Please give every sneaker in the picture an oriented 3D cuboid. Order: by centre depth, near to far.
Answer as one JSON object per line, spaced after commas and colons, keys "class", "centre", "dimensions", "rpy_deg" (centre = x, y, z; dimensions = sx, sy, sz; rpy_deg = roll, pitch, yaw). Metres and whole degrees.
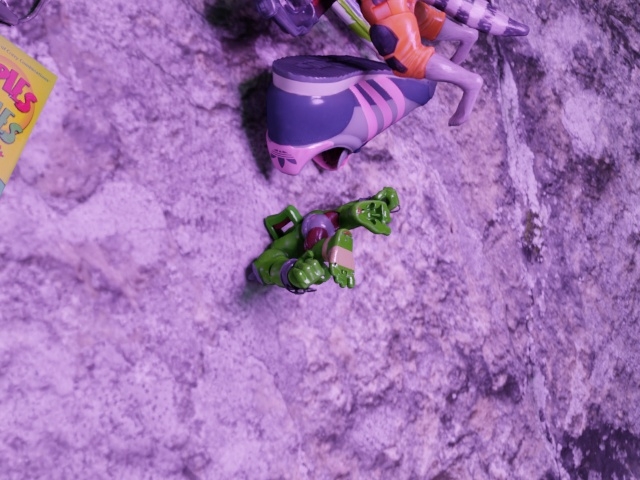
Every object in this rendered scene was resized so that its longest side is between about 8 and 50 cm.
{"class": "sneaker", "centre": [0.035, -0.156, 1.194], "dimensions": [0.319, 0.112, 0.131], "rpy_deg": [-14, 120, -53]}

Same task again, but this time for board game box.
{"class": "board game box", "centre": [-0.308, -0.094, 0.841], "dimensions": [0.092, 0.043, 0.181], "rpy_deg": [37, 55, -33]}

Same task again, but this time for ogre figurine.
{"class": "ogre figurine", "centre": [0.000, 0.000, 1.081], "dimensions": [0.097, 0.118, 0.197], "rpy_deg": [49, 50, -31]}

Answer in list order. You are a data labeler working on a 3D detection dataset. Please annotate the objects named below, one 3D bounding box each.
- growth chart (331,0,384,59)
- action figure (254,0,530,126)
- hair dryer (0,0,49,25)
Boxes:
{"class": "growth chart", "centre": [0.053, -0.375, 1.301], "dimensions": [0.172, 0.021, 0.237], "rpy_deg": [38, 52, -27]}
{"class": "action figure", "centre": [0.077, -0.327, 1.137], "dimensions": [0.330, 0.178, 0.341], "rpy_deg": [43, 39, -18]}
{"class": "hair dryer", "centre": [-0.354, -0.267, 0.812], "dimensions": [0.293, 0.080, 0.224], "rpy_deg": [-37, 112, -39]}
